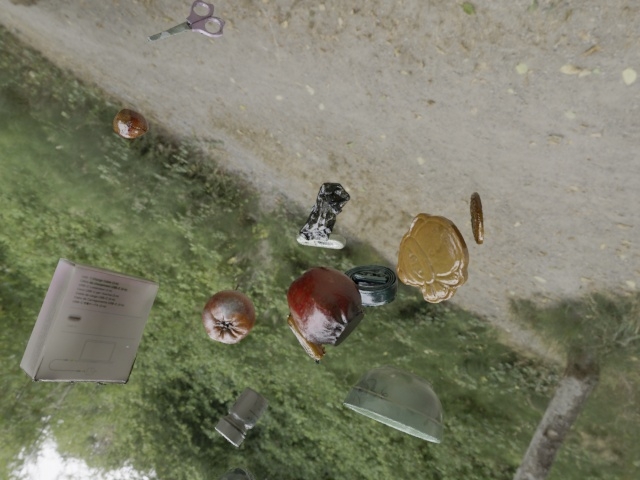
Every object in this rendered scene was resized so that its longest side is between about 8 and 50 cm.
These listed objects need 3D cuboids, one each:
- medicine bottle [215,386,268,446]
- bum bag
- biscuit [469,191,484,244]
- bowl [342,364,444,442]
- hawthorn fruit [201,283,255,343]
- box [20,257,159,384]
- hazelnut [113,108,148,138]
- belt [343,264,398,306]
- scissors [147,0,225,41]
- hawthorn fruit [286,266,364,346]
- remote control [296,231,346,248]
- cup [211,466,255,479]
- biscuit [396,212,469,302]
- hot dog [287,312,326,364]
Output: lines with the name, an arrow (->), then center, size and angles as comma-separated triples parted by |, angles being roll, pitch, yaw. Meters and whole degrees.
medicine bottle -> -0.263, 0.591, 1.437 | 0.105, 0.168, 0.105 | 30, 150, 19
bum bag -> 0.014, -0.089, 1.450 | 0.102, 0.248, 0.069 | 16, -143, -18
biscuit -> 0.549, -0.078, 1.501 | 0.027, 0.187, 0.188 | -4, 162, 13
bowl -> 0.240, 0.493, 1.315 | 0.307, 0.163, 0.307 | 23, 159, 9
hawthorn fruit -> -0.400, 0.339, 1.894 | 0.231, 0.235, 0.263 | 37, 175, 15
box -> -0.512, 0.187, 0.964 | 0.106, 0.251, 0.203 | 11, 172, 41
hazelnut -> -0.495, -0.302, 1.113 | 0.086, 0.086, 0.086 | 28, 171, 5
belt -> 0.214, 0.196, 1.916 | 0.268, 0.206, 0.116 | -2, 122, 9
scissors -> -0.353, -0.558, 1.110 | 0.110, 0.212, 0.021 | 57, 154, -3
hawthorn fruit -> 0.007, 0.169, 1.203 | 0.215, 0.215, 0.249 | 37, -171, -43
remote control -> 0.000, 0.000, 1.832 | 0.222, 0.042, 0.078 | 6, 152, 16
cup -> -0.258, 0.827, 1.169 | 0.357, 0.275, 0.259 | 16, 131, 62
biscuit -> 0.420, 0.076, 1.629 | 0.057, 0.351, 0.312 | -10, -129, -34
hot dog -> -0.042, 0.304, 1.353 | 0.188, 0.055, 0.072 | 54, 176, 0
